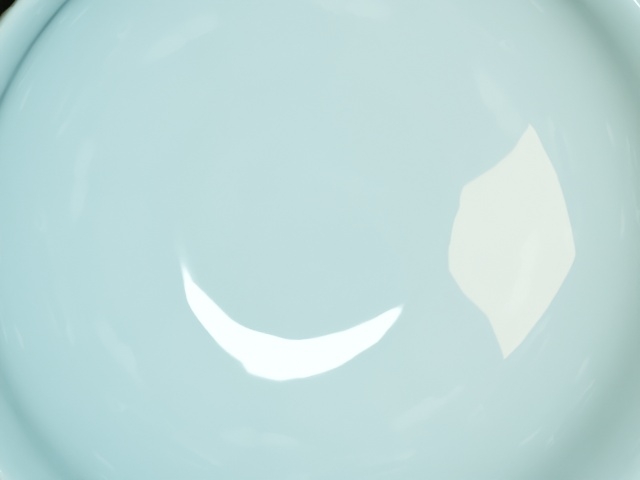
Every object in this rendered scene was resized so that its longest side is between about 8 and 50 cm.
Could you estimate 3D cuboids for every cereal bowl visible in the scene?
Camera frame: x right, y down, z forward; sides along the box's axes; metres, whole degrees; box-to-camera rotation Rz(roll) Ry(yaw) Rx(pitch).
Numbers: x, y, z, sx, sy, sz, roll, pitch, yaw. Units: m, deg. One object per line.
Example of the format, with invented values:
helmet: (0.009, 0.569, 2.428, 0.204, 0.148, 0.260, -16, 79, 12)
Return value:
cereal bowl: (0.000, 0.000, 0.668, 0.339, 0.141, 0.339, -1, 100, -8)
